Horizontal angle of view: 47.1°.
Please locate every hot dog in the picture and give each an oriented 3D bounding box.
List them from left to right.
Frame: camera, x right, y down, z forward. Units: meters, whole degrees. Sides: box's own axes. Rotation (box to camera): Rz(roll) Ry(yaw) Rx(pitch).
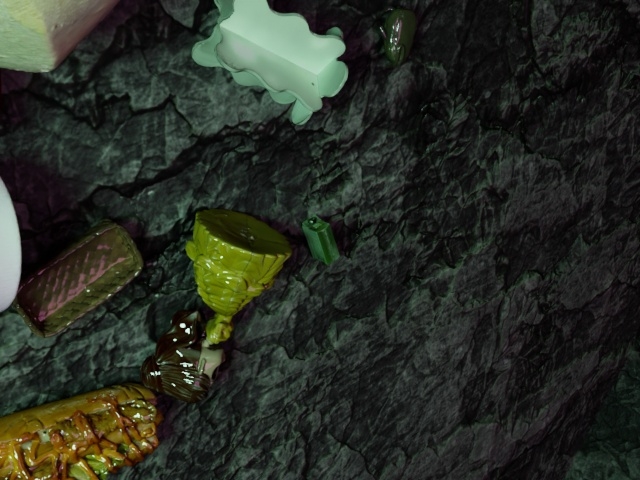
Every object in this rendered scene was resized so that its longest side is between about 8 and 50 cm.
[{"bbox_3d":[-0.403,0.330,1.137,0.348,0.117,0.158,-11,115,-36],"label":"hot dog"}]

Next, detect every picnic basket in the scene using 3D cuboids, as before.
[{"bbox_3d":[-0.364,0.052,1.093,0.193,0.054,0.110,-37,129,-22],"label":"picnic basket"}]

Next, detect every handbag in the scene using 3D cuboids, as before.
[{"bbox_3d":[0.138,-0.366,1.327,0.072,0.047,0.111,-14,117,-40],"label":"handbag"}]

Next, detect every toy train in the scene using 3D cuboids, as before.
[{"bbox_3d":[0.000,0.000,1.364,0.038,0.056,0.093,-33,125,-22],"label":"toy train"}]

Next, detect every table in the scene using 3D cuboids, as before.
[{"bbox_3d":[-0.079,-0.289,1.121,0.198,0.166,0.167,20,95,-34],"label":"table"}]

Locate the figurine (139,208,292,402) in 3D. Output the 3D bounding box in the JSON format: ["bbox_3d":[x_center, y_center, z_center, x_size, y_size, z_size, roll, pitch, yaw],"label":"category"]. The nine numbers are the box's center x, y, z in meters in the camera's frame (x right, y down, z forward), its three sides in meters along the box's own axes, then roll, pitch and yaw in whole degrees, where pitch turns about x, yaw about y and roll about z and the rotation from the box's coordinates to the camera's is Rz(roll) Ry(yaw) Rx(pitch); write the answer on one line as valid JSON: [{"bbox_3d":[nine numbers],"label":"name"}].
[{"bbox_3d":[-0.175,0.125,1.214,0.168,0.187,0.316,8,110,-39],"label":"figurine"}]

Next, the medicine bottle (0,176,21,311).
[{"bbox_3d":[-0.523,0.015,0.823,0.301,0.241,0.241,-12,116,-46],"label":"medicine bottle"}]

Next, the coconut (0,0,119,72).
[{"bbox_3d":[-0.351,-0.327,0.772,0.310,0.297,0.297,-55,133,-23],"label":"coconut"}]
